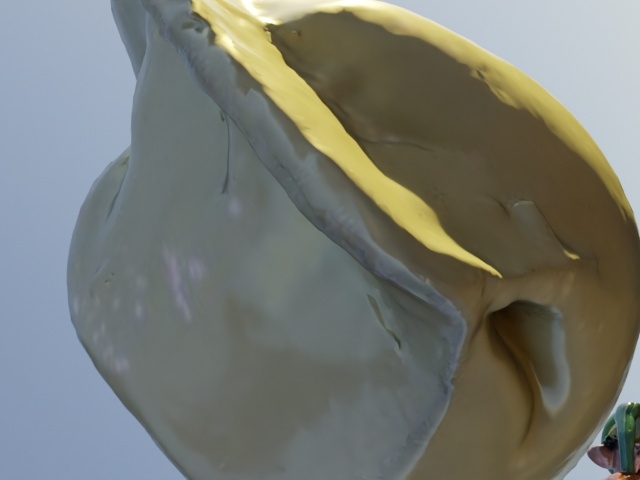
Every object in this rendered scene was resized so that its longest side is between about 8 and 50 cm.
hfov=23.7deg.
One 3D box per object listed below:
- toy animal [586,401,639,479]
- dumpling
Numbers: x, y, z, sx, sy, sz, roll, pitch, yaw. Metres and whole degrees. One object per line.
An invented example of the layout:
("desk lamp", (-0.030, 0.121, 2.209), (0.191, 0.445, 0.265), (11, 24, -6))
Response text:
("toy animal", (0.229, 0.184, 1.156), (0.208, 0.100, 0.103), (-36, -63, -56))
("dumpling", (0.000, 0.000, 0.707), (0.316, 0.233, 0.395), (57, 173, 23))
